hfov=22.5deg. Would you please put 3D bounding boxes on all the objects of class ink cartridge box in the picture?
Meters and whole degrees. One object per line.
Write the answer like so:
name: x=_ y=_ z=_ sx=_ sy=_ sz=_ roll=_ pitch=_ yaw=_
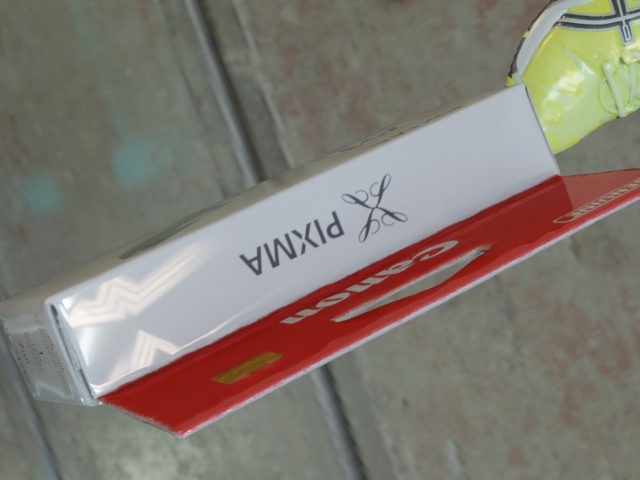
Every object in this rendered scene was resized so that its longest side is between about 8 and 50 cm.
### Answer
ink cartridge box: x=0.000 y=0.000 z=0.835 sx=0.261 sy=0.296 sz=0.066 roll=-6 pitch=109 yaw=67

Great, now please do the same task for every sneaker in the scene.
sneaker: x=0.352 y=-0.216 z=1.668 sx=0.147 sy=0.384 sz=0.145 roll=40 pitch=166 yaw=46
